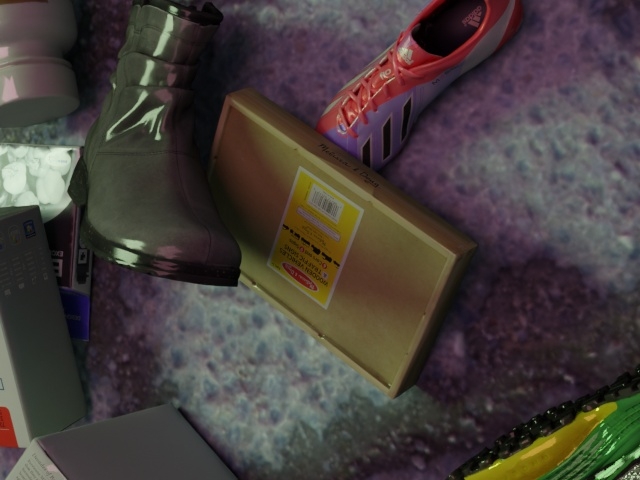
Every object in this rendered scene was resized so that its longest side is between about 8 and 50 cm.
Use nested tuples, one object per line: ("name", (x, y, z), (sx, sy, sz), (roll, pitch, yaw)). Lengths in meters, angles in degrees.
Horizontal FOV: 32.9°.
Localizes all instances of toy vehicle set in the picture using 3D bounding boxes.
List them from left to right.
("toy vehicle set", (0.000, 0.000, 0.979), (0.267, 0.035, 0.166), (37, 127, 22))

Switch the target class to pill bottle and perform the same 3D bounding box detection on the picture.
("pill bottle", (-0.322, -0.241, 1.121), (0.131, 0.131, 0.229), (-17, 83, 26))

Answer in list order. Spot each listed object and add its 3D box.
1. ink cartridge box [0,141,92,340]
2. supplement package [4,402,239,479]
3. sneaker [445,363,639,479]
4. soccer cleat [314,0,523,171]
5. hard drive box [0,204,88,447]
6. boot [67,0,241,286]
("ink cartridge box", (-0.336, -0.003, 1.177), (0.206, 0.045, 0.208), (5, 93, 26))
("supplement package", (-0.151, 0.302, 0.992), (0.262, 0.204, 0.145), (45, 110, 20))
("sneaker", (0.271, 0.168, 0.836), (0.343, 0.134, 0.146), (-35, 81, 32))
("soccer cleat", (0.070, -0.141, 0.942), (0.248, 0.095, 0.083), (-41, 73, 21))
("hard drive box", (-0.360, 0.090, 1.130), (0.181, 0.089, 0.232), (-4, 104, 29))
("boot", (-0.139, -0.105, 0.965), (0.338, 0.118, 0.223), (37, 110, 55))
